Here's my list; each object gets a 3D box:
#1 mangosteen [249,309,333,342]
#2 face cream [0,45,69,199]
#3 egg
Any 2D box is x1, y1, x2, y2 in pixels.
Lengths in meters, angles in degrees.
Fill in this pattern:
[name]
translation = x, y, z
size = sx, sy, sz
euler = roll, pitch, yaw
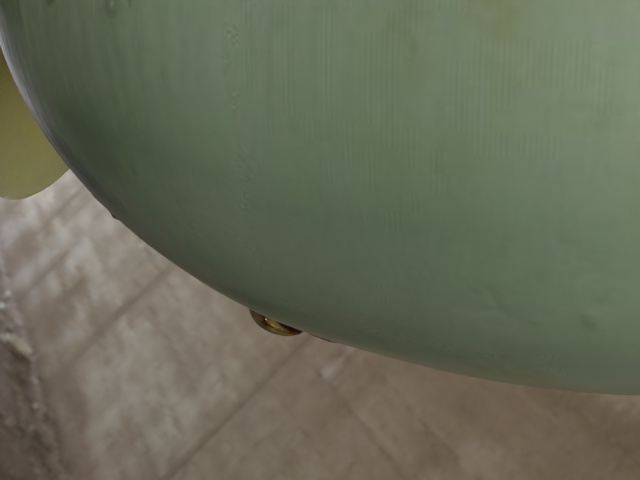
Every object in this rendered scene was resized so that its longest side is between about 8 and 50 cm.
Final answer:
[mangosteen]
translation = 0.000, 0.000, 1.193
size = 0.194, 0.230, 0.194
euler = 40, 42, -48
[face cream]
translation = -0.174, -0.182, 0.817
size = 0.081, 0.173, 0.348
euler = 16, 26, -28
[egg]
translation = 0.050, -0.072, 0.435
size = 0.371, 0.230, 0.230
euler = 21, -15, 33
